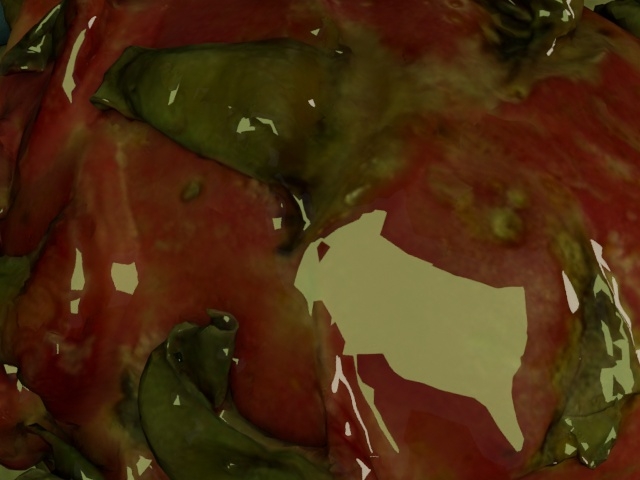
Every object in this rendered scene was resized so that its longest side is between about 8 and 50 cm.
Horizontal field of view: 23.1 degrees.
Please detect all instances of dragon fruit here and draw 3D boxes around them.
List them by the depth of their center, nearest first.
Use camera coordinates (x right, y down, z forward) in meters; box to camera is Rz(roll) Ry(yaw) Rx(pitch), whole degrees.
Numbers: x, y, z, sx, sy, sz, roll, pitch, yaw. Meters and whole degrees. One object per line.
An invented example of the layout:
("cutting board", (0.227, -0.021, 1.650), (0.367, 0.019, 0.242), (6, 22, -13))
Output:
("dragon fruit", (0.000, 0.000, 0.539), (0.291, 0.250, 0.269), (32, 79, 15))

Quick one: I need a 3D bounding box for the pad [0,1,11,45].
("pad", (-0.248, -0.176, 0.604), (0.269, 0.012, 0.269), (-21, 89, -20))
